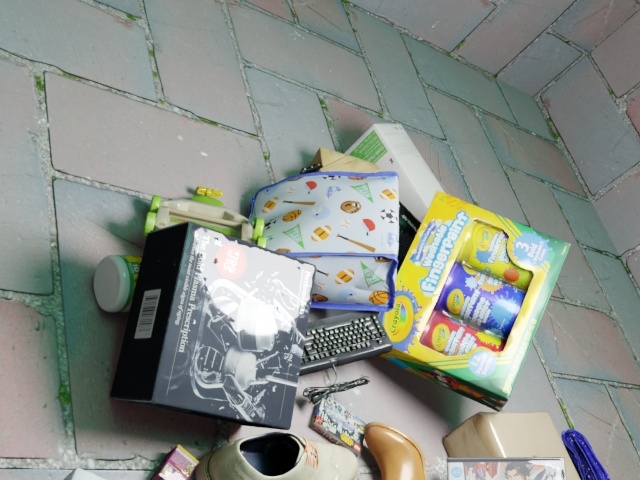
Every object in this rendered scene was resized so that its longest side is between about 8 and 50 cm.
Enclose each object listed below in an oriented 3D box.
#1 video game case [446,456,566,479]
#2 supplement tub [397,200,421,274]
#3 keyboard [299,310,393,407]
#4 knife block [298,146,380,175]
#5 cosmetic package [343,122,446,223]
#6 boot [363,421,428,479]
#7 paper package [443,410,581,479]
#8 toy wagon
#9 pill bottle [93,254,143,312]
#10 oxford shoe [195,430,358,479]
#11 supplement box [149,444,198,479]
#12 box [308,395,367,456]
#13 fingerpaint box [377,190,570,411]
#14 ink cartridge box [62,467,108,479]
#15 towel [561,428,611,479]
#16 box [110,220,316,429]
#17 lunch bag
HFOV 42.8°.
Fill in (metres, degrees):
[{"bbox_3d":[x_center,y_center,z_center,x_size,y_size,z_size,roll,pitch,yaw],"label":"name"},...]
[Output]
[{"bbox_3d":[0.433,0.627,1.883,0.035,0.275,0.248,72,18,-61],"label":"video game case"},{"bbox_3d":[0.196,-0.005,2.319,0.316,0.193,0.193,45,35,-4],"label":"supplement tub"},{"bbox_3d":[0.025,0.271,1.897,0.317,0.033,0.201,-12,61,-23],"label":"keyboard"},{"bbox_3d":[0.048,-0.148,2.358,0.275,0.088,0.242,15,44,-23],"label":"knife block"},{"bbox_3d":[0.241,-0.162,2.522,0.155,0.197,0.365,-8,61,-49],"label":"cosmetic package"},{"bbox_3d":[0.160,0.565,1.812,0.283,0.109,0.220,56,39,-8],"label":"boot"},{"bbox_3d":[0.513,0.611,2.080,0.309,0.168,0.325,9,49,-42],"label":"paper package"},{"bbox_3d":[-0.265,-0.039,1.891,0.267,0.068,0.344,13,19,-11],"label":"toy wagon"},{"bbox_3d":[-0.353,0.091,1.702,0.208,0.117,0.117,4,53,-44],"label":"pill bottle"},{"bbox_3d":[-0.050,0.457,1.641,0.397,0.146,0.140,8,50,-43],"label":"oxford shoe"},{"bbox_3d":[-0.273,0.432,1.518,0.055,0.043,0.083,44,34,-6],"label":"supplement box"},{"bbox_3d":[0.042,0.425,1.877,0.137,0.027,0.094,38,37,-14],"label":"box"},{"bbox_3d":[0.376,0.147,2.086,0.371,0.163,0.445,24,70,12],"label":"fingerpaint box"},{"bbox_3d":[-0.317,0.590,1.276,0.308,0.091,0.385,32,36,-21],"label":"ink cartridge box"},{"bbox_3d":[0.762,0.678,2.224,0.308,0.076,0.227,60,10,-32],"label":"towel"},{"bbox_3d":[-0.201,0.175,1.611,0.312,0.179,0.343,20,71,-35],"label":"box"},{"bbox_3d":[0.000,0.000,2.037,0.385,0.239,0.328,2,42,3],"label":"lunch bag"}]
